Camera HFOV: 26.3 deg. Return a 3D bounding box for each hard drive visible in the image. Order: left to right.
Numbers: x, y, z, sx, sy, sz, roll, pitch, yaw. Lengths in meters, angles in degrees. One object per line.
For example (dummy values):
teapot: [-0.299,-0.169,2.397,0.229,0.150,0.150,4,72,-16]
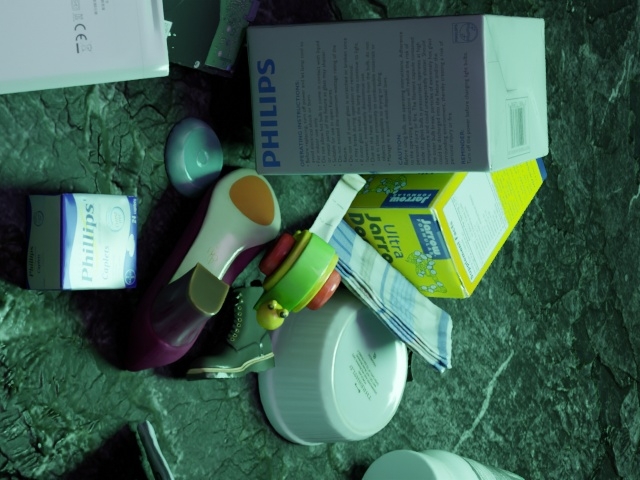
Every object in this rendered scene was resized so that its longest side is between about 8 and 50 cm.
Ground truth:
hard drive: [-0.361,-0.292,1.612,0.353,0.047,0.233,-10,101,-26]
hard drive: [-0.194,-0.362,1.856,0.339,0.064,0.237,5,109,-59]

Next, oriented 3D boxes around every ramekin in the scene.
ramekin: [0.031,0.201,2.207,0.273,0.127,0.273,-3,93,-53]

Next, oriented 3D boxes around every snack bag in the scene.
snack bag: [-0.154,0.445,1.843,0.037,0.342,0.323,-21,115,-12]

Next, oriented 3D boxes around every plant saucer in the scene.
plant saucer: [-0.179,-0.121,2.005,0.119,0.021,0.119,-4,94,-53]

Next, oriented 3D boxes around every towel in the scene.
towel: [0.108,0.077,2.207,0.285,0.034,0.209,43,18,-9]

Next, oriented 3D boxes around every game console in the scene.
game console: [-0.124,-0.245,2.080,0.122,0.071,0.107,-2,63,-53]

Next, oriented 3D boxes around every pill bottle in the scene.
pill bottle: [0.231,0.482,2.419,0.361,0.204,0.204,25,72,-50]

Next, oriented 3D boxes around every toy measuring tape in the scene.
toy measuring tape: [0.000,0.000,2.023,0.330,0.121,0.121,-57,133,-33]

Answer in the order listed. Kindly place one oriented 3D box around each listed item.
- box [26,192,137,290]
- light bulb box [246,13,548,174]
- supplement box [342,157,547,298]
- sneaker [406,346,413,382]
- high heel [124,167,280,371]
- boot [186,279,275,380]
box: [-0.311,0.002,1.794,0.137,0.072,0.126,0,91,-52]
light bulb box: [0.127,-0.222,2.069,0.358,0.361,0.225,-18,106,-66]
supplement box: [0.219,-0.087,2.388,0.356,0.195,0.194,-52,129,-39]
sneaker: [0.136,0.158,2.373,0.051,0.089,0.170,34,65,-48]
high heel: [-0.179,0.033,1.991,0.127,0.181,0.377,44,34,-10]
boot: [-0.141,0.134,2.034,0.198,0.076,0.137,-8,93,-66]
